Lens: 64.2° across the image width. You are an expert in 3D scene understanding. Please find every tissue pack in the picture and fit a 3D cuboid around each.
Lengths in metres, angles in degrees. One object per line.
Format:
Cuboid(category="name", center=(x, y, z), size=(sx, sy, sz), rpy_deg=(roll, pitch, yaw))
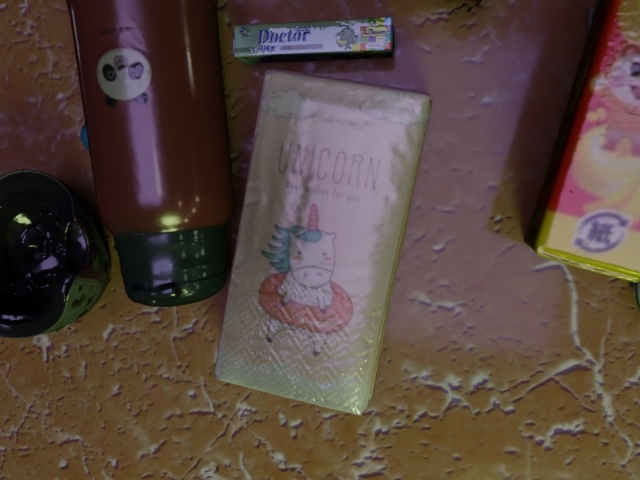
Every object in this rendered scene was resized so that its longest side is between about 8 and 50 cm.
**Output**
Cuboid(category="tissue pack", center=(0.000, 0.000, 0.529), size=(0.170, 0.071, 0.325), rpy_deg=(12, 97, 10))

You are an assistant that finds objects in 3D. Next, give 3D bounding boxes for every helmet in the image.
Cuboid(category="helmet", center=(-0.301, 0.020, 0.570), size=(0.153, 0.107, 0.177), rpy_deg=(-16, 73, 14))

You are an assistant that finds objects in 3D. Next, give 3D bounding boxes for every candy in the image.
Cuboid(category="candy", center=(0.258, -0.111, 0.434), size=(0.088, 0.146, 0.276), rpy_deg=(17, 99, 18))

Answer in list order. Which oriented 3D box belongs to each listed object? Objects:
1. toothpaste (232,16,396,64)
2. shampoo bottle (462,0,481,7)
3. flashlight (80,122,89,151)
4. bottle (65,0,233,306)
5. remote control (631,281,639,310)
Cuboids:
Cuboid(category="toothpaste", center=(-0.005, -0.205, 0.525), size=(0.164, 0.046, 0.034), rpy_deg=(1, 99, 9))
Cuboid(category="shampoo bottle", center=(0.027, -0.324, 0.476), size=(0.314, 0.118, 0.076), rpy_deg=(32, 66, 5))
Cuboid(category="flashlight", center=(-0.236, -0.157, 0.569), size=(0.051, 0.051, 0.129), rpy_deg=(8, 93, 9))
Cuboid(category="bottle", center=(-0.164, -0.101, 0.513), size=(0.144, 0.144, 0.336), rpy_deg=(-3, 95, 10))
Cuboid(category="remote control", center=(0.412, 0.081, 0.474), size=(0.247, 0.052, 0.104), rpy_deg=(33, 101, 5))
